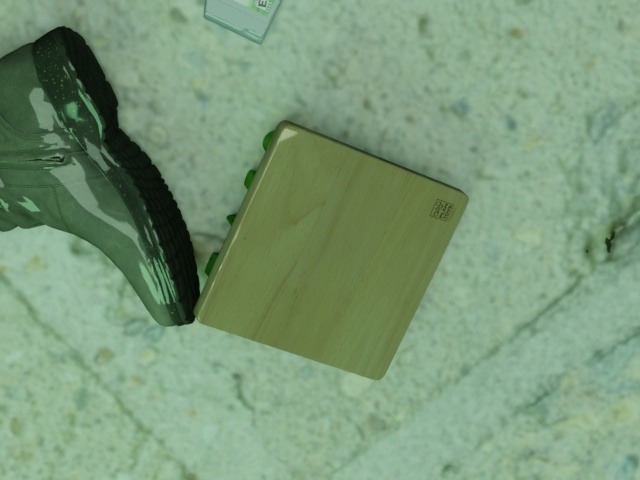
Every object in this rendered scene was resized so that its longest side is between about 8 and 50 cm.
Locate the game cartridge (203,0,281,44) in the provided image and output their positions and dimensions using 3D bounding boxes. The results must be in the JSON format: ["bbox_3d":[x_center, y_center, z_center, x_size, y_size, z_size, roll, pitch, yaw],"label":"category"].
[{"bbox_3d":[-0.051,-0.193,1.094,0.056,0.017,0.083,25,101,-5],"label":"game cartridge"}]

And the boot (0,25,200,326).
[{"bbox_3d":[-0.204,-0.025,1.107,0.161,0.083,0.246,-25,101,12],"label":"boot"}]

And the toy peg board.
[{"bbox_3d":[0.000,0.000,1.126,0.161,0.079,0.161,20,103,-24],"label":"toy peg board"}]
